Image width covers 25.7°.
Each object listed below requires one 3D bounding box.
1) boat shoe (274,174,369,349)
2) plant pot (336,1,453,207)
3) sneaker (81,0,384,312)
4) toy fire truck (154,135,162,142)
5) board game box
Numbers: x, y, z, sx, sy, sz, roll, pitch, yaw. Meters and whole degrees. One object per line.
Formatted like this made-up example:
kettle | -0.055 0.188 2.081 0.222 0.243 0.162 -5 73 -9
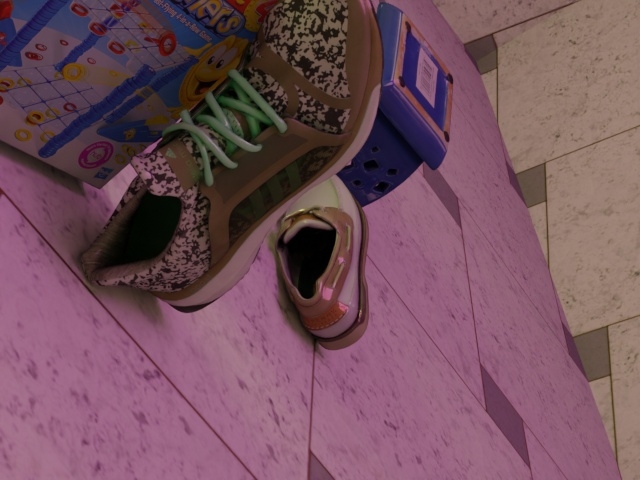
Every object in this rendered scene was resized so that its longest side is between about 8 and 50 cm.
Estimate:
boat shoe | 0.000 0.000 1.886 0.103 0.113 0.302 51 19 -43
plant pot | 0.080 -0.221 2.224 0.236 0.212 0.236 46 38 -36
sneaker | -0.091 -0.081 1.340 0.158 0.410 0.182 44 26 19
toy fire truck | -0.148 -0.254 1.657 0.158 0.246 0.217 56 17 -15
board game box | -0.205 -0.215 1.322 0.086 0.302 0.308 57 14 29
